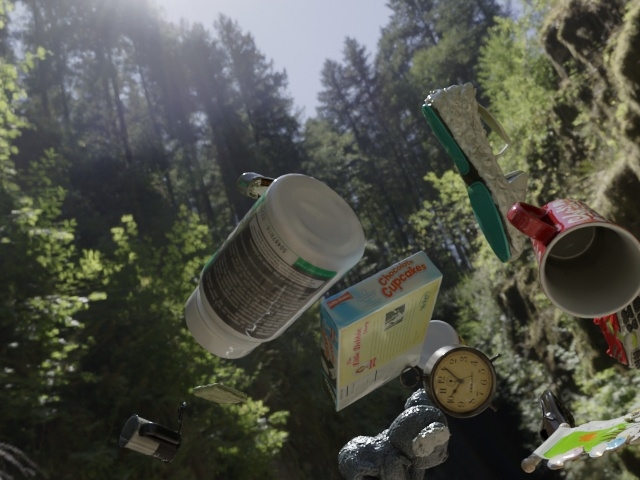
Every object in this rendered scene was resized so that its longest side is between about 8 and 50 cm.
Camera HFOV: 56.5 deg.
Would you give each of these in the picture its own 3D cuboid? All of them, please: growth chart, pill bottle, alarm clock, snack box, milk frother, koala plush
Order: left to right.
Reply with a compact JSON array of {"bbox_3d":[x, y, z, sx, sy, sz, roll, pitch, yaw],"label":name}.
[{"bbox_3d":[-0.424,0.479,1.547,0.134,0.143,0.129,34,-63,-29],"label":"milk frother"},{"bbox_3d":[-0.100,0.063,1.118,0.204,0.204,0.361,7,-41,-42],"label":"pill bottle"},{"bbox_3d":[0.093,0.165,1.006,0.187,0.060,0.322,-25,-33,-17],"label":"snack box"},{"bbox_3d":[0.168,0.410,1.165,0.221,0.203,0.196,-56,5,14],"label":"koala plush"},{"bbox_3d":[0.302,0.279,1.409,0.119,0.119,0.208,-27,-40,19],"label":"pill bottle"},{"bbox_3d":[0.239,0.258,1.112,0.192,0.129,0.064,6,-2,-11],"label":"alarm clock"},{"bbox_3d":[0.364,0.218,0.704,0.237,0.021,0.172,-30,-15,29],"label":"growth chart"}]

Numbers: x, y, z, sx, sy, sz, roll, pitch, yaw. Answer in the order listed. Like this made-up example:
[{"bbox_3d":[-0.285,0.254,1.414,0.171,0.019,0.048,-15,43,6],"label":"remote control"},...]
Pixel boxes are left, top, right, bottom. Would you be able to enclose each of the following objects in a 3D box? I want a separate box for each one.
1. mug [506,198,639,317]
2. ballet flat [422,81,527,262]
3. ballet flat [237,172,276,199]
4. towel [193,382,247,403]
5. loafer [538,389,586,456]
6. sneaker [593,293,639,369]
[{"bbox_3d":[0.309,-0.005,0.736,0.113,0.150,0.169,-28,9,19],"label":"mug"},{"bbox_3d":[0.363,-0.156,1.273,0.147,0.409,0.147,-27,1,0],"label":"ballet flat"},{"bbox_3d":[-0.104,-0.115,1.455,0.213,0.068,0.072,9,-76,-40],"label":"ballet flat"},{"bbox_3d":[-0.302,0.468,1.806,0.110,0.027,0.148,-18,-38,30],"label":"towel"},{"bbox_3d":[0.502,0.398,1.286,0.078,0.080,0.220,-41,3,15],"label":"loafer"},{"bbox_3d":[0.699,0.180,1.405,0.107,0.279,0.118,-27,23,-23],"label":"sneaker"}]
